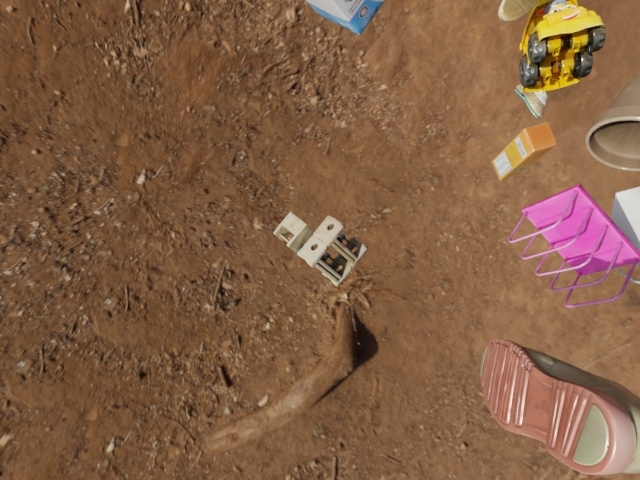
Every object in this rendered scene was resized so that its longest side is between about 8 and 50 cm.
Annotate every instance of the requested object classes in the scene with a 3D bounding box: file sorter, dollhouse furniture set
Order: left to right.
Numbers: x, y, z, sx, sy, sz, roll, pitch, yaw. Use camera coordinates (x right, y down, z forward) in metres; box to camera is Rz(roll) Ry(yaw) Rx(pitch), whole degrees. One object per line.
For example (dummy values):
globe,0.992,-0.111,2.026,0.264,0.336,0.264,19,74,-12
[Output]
dollhouse furniture set,0.000,0.000,1.205,0.129,0.183,0.129,-51,135,-1
file sorter,0.730,0.029,1.365,0.291,0.202,0.182,46,62,-5
file sorter,1.063,-0.019,1.485,0.173,0.193,0.278,31,68,-17

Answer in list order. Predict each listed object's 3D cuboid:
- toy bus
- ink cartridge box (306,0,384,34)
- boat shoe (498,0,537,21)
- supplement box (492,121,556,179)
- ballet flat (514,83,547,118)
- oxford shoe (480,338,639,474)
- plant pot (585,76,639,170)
toy bus,0.542,-0.487,1.082,0.149,0.220,0.212,-6,75,13
ink cartridge box,0.029,-0.680,1.115,0.198,0.197,0.270,-53,145,11
boat shoe,0.420,-0.518,0.973,0.063,0.059,0.170,39,83,-13
supplement box,0.603,-0.261,1.400,0.078,0.233,0.080,-17,80,-6
ballet flat,0.682,-0.461,1.492,0.073,0.206,0.067,37,122,-28
oxford shoe,0.390,0.263,0.763,0.146,0.397,0.141,9,94,-7
plant pot,1.003,-0.384,1.461,0.263,0.263,0.229,33,75,-20
